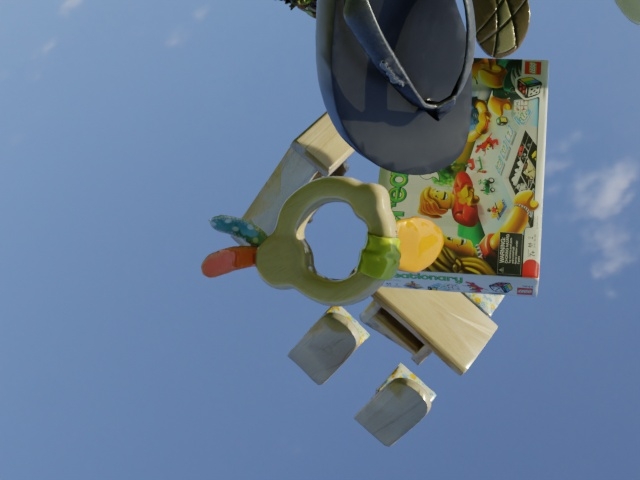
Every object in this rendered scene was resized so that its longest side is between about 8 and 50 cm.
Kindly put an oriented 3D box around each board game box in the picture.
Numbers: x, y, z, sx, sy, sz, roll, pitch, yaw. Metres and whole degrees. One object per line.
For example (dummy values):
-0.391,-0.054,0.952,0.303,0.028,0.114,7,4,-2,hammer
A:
0.169,-0.084,1.351,0.193,0.053,0.305,3,-118,9,board game box

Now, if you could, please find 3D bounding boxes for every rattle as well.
0.000,0.000,1.133,0.200,0.130,0.143,-15,-168,29,rattle

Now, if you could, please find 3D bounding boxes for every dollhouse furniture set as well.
0.103,0.014,1.658,0.362,0.394,0.256,-46,176,-42,dollhouse furniture set

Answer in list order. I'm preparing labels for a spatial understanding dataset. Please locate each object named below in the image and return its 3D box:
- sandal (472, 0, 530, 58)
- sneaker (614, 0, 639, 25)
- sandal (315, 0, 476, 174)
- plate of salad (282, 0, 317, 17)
0.222,-0.355,1.571,0.090,0.060,0.219,-26,-98,1,sandal
0.326,-0.335,1.255,0.080,0.212,0.094,-25,-175,30,sneaker
0.043,-0.134,0.623,0.097,0.254,0.054,-30,-138,-18,sandal
0.016,-0.349,1.660,0.200,0.048,0.200,1,-174,0,plate of salad
